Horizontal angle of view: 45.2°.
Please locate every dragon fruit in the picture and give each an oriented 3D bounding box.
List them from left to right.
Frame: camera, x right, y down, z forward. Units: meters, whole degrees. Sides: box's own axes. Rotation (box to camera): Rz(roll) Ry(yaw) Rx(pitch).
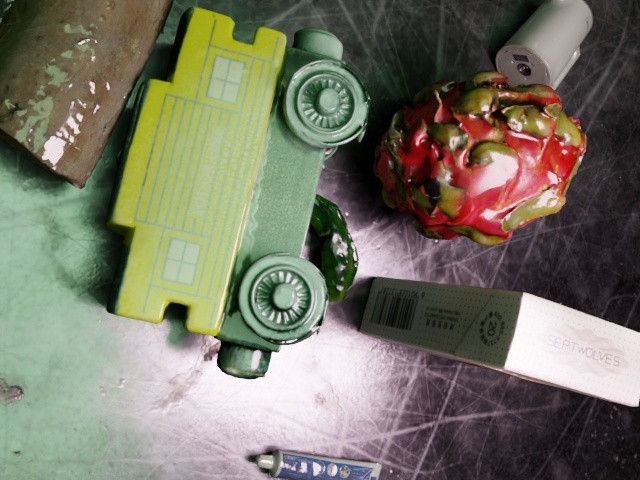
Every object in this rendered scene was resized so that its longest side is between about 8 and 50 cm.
[{"bbox_3d":[0.226,-0.116,1.068,0.303,0.231,0.237,-7,106,-7],"label":"dragon fruit"}]

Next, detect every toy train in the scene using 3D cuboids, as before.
[{"bbox_3d":[-0.109,-0.064,0.929,0.272,0.179,0.442,14,83,-10],"label":"toy train"}]

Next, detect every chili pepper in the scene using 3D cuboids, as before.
[{"bbox_3d":[0.005,-0.004,1.060,0.073,0.050,0.182,-23,94,2],"label":"chili pepper"}]

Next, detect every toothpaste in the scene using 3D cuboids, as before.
[{"bbox_3d":[-0.002,0.320,1.063,0.197,0.035,0.057,19,90,-27],"label":"toothpaste"}]

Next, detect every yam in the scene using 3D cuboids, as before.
[{"bbox_3d":[-0.282,-0.207,0.865,0.161,0.161,0.268,28,79,-23],"label":"yam"}]

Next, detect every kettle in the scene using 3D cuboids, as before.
[{"bbox_3d":[0.365,-0.305,1.217,0.127,0.098,0.148,45,68,-13],"label":"kettle"}]

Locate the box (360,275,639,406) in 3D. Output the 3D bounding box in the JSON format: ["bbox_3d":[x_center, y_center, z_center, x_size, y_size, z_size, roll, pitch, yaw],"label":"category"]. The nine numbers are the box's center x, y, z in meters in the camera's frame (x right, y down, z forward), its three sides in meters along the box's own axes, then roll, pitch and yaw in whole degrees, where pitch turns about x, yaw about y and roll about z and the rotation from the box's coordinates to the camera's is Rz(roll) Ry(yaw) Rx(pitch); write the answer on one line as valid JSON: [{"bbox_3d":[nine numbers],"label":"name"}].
[{"bbox_3d":[0.225,0.124,1.010,0.210,0.330,0.095,18,82,-25],"label":"box"}]
